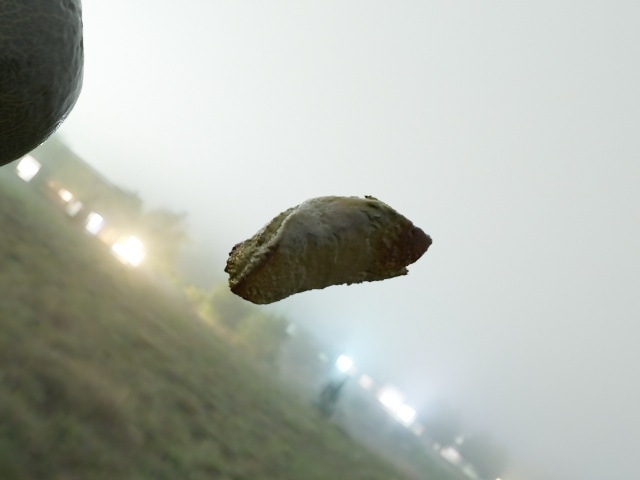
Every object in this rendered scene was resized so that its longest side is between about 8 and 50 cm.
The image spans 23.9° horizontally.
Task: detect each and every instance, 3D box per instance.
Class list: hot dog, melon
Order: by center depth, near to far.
[{"bbox_3d":[-0.001,0.000,1.107,0.169,0.078,0.061,-10,37,-29],"label":"hot dog"},{"bbox_3d":[-0.355,-0.168,1.301,0.302,0.237,0.237,-4,6,-12],"label":"melon"}]
